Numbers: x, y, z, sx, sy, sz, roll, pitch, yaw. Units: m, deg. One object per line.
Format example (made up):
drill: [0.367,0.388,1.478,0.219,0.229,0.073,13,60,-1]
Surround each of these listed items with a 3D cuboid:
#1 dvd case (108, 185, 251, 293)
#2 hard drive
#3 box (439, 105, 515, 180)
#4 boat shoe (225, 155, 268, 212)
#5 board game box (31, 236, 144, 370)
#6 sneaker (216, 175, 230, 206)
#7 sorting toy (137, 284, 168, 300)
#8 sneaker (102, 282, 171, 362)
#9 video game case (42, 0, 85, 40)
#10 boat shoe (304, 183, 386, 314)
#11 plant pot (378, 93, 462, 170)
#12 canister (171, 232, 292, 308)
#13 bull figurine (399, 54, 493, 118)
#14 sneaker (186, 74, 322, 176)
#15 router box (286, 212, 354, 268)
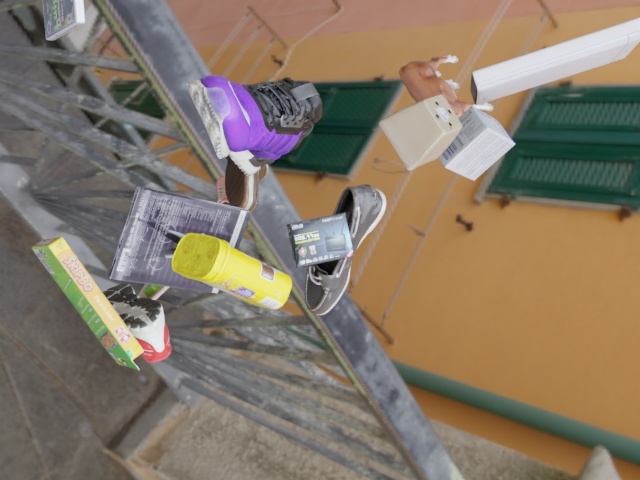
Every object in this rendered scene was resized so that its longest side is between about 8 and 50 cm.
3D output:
dvd case: [-0.240,0.004,1.398,0.221,0.018,0.165,11,106,-37]
hard drive: [0.510,-0.388,1.785,0.233,0.353,0.047,-3,77,-80]
box: [0.331,-0.209,1.752,0.126,0.072,0.137,-43,148,23]
boat shoe: [-0.154,-0.162,1.791,0.095,0.095,0.257,17,47,-32]
board game box: [-0.391,0.109,1.375,0.039,0.124,0.259,-37,107,-27]
sneaker: [-0.209,-0.096,1.821,0.070,0.051,0.134,70,5,-67]
sorting toy: [-0.313,0.059,1.737,0.208,0.193,0.038,-38,102,9]
sneaker: [-0.371,0.165,1.539,0.107,0.279,0.118,-29,117,-26]
video game case: [-0.530,-0.520,1.647,0.022,0.173,0.190,-7,94,-38]
boat shoe: [0.028,0.019,1.816,0.095,0.112,0.335,9,116,-43]
plant pot: [0.195,-0.209,1.490,0.109,0.096,0.109,-26,83,-49]
canister: [-0.146,0.054,1.356,0.170,0.126,0.073,29,76,-40]
bull figurine: [0.331,-0.361,2.140,0.188,0.101,0.310,-18,68,-24]
sneaker: [-0.073,-0.171,1.051,0.146,0.293,0.102,-25,86,4]
router box: [0.000,0.000,1.633,0.122,0.038,0.092,-12,87,-10]
